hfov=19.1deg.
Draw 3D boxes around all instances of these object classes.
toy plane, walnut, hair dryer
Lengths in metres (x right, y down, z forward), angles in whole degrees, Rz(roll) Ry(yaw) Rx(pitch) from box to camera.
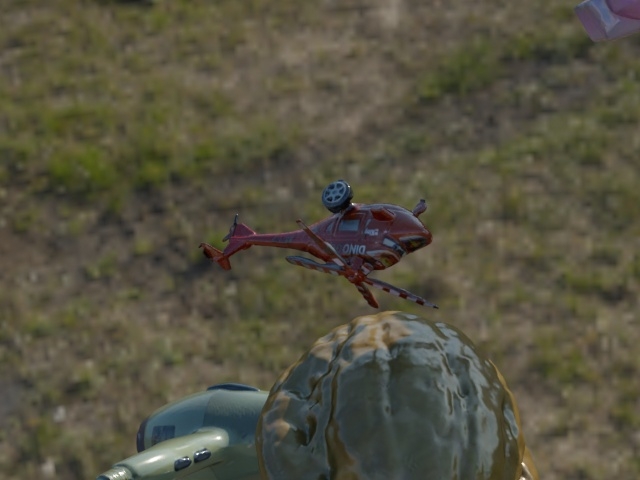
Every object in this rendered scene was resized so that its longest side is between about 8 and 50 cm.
[{"bbox_3d":[0.005,0.004,1.518,0.194,0.126,0.077,-14,48,50],"label":"toy plane"},{"bbox_3d":[0.063,0.186,1.533,0.257,0.224,0.257,16,33,-11],"label":"walnut"},{"bbox_3d":[-0.060,0.207,1.924,0.296,0.119,0.298,-10,3,6],"label":"hair dryer"}]

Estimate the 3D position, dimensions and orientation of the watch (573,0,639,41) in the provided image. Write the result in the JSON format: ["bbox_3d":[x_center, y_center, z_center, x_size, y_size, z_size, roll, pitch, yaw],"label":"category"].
[{"bbox_3d":[0.311,-0.305,1.607,0.248,0.217,0.211,-19,2,3],"label":"watch"}]
